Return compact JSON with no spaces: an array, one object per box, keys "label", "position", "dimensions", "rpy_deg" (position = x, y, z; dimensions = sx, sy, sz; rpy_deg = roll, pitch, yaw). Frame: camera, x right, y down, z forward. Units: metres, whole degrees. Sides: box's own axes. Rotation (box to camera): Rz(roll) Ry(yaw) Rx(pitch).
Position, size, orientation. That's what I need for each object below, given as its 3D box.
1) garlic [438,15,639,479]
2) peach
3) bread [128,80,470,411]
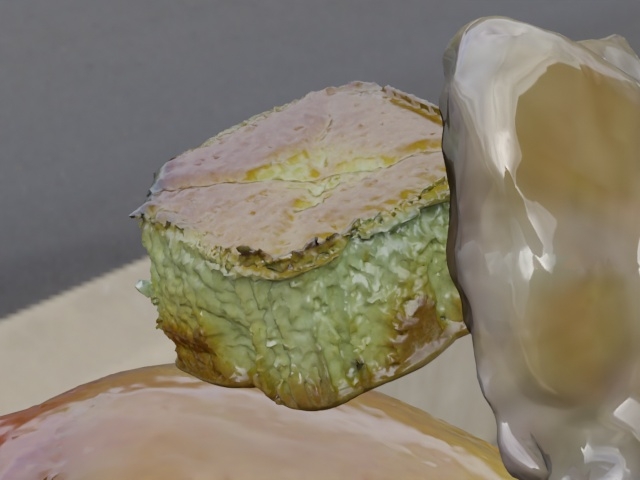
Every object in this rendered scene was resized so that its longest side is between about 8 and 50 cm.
[{"label":"garlic","position":[0.172,0.035,0.299],"dimensions":[0.325,0.279,0.132],"rpy_deg":[0,-6,35]},{"label":"peach","position":[-0.032,0.207,0.717],"dimensions":[0.373,0.372,0.290],"rpy_deg":[-14,-6,-39]},{"label":"bread","position":[0.000,0.000,0.571],"dimensions":[0.128,0.069,0.140],"rpy_deg":[-26,28,-28]}]
